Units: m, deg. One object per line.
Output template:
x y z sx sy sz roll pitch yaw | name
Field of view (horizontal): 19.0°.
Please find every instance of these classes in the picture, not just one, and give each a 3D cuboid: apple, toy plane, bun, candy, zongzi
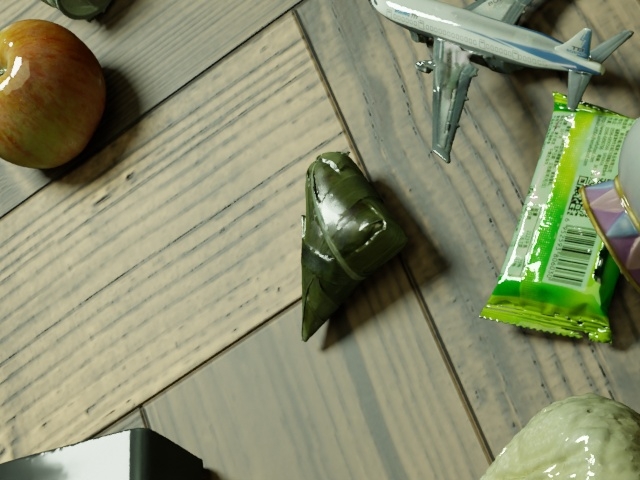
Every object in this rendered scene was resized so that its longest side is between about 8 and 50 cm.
-0.246 -0.126 1.650 0.126 0.102 0.126 -15 61 29 | apple
0.126 -0.152 1.434 0.226 0.058 0.226 17 62 46 | toy plane
0.168 0.210 1.198 0.220 0.134 0.220 -48 32 44 | bun
0.182 -0.019 1.360 0.102 0.032 0.178 8 74 39 | candy
0.000 0.000 1.463 0.119 0.055 0.109 -49 48 19 | zongzi

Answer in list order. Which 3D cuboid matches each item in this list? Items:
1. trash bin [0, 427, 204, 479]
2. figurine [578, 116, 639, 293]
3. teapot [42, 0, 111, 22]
-0.166 0.269 1.411 0.165 0.115 0.225 -17 59 26 | trash bin
0.302 -0.066 1.236 0.263 0.142 0.189 -35 31 15 | figurine
-0.268 -0.278 1.731 0.077 0.107 0.200 -51 52 0 | teapot
